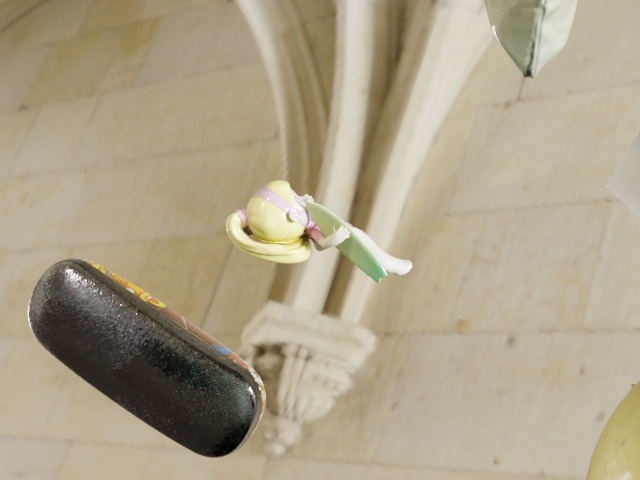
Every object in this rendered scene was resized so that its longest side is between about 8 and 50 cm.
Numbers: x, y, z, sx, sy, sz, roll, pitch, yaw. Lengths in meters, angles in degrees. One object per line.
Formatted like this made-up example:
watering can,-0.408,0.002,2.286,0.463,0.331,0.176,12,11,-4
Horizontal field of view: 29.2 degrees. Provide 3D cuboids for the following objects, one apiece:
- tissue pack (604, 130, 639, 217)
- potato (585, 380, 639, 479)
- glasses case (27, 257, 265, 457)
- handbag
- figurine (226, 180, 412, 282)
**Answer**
tissue pack,0.446,-0.048,1.328,0.160,0.136,0.246,24,16,-17
potato,0.408,0.264,1.059,0.319,0.386,0.442,-133,-157,-63
glasses case,-0.210,0.139,1.466,0.321,0.122,0.082,33,14,13
handbag,0.214,-0.345,1.202,0.109,0.315,0.253,6,-52,1
figurine,0.000,0.000,1.224,0.187,0.083,0.083,23,-26,-5
